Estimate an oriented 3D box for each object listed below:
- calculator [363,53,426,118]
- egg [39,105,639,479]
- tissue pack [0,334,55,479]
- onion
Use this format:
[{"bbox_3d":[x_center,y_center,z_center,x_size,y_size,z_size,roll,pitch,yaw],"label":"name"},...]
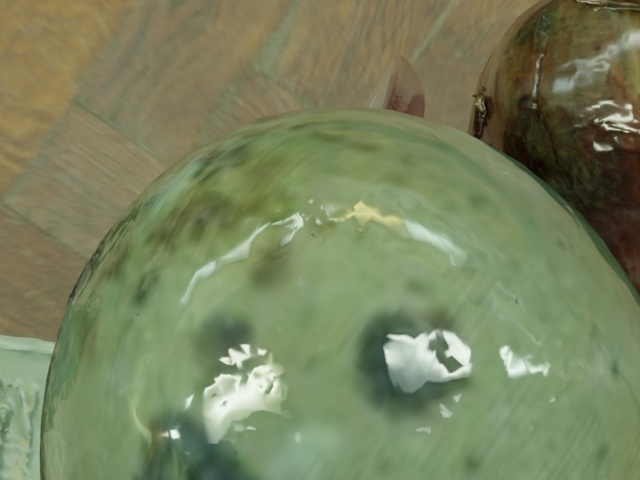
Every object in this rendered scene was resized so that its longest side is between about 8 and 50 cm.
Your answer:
[{"bbox_3d":[0.000,0.000,1.384,0.048,0.329,0.220,33,123,-4],"label":"calculator"},{"bbox_3d":[0.022,0.118,1.000,0.345,0.428,0.345,-7,55,10],"label":"egg"},{"bbox_3d":[-0.298,0.257,1.644,0.332,0.405,0.205,10,54,-21],"label":"tissue pack"},{"bbox_3d":[0.287,-0.070,1.577,0.354,0.353,0.353,0,89,1],"label":"onion"}]
